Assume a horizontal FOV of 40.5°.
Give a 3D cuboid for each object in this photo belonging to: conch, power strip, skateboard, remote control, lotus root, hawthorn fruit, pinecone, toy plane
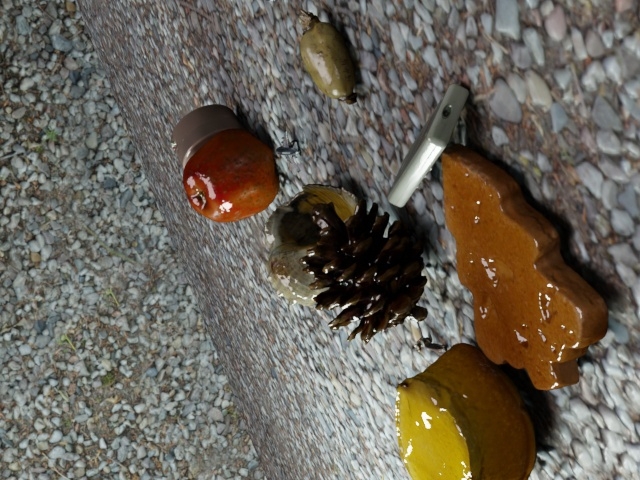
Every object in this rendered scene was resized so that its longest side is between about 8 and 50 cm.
[{"bbox_3d":[0.000,0.000,1.413,0.178,0.163,0.245,51,131,-2],"label":"conch"},{"bbox_3d":[-0.227,-0.200,1.772,0.078,0.154,0.154,59,160,25],"label":"power strip"},{"bbox_3d":[0.159,0.130,1.318,0.064,0.032,0.083,2,117,58],"label":"skateboard"},{"bbox_3d":[0.126,-0.108,1.045,0.029,0.087,0.190,26,156,-1],"label":"remote control"},{"bbox_3d":[0.007,-0.258,1.216,0.152,0.063,0.072,64,171,-3],"label":"lotus root"},{"bbox_3d":[-0.175,-0.122,1.681,0.189,0.189,0.189,53,157,34],"label":"hawthorn fruit"},{"bbox_3d":[0.062,0.038,1.247,0.185,0.169,0.212,-47,64,44],"label":"pinecone"},{"bbox_3d":[-0.055,-0.160,1.545,0.083,0.031,0.078,22,132,64],"label":"toy plane"}]

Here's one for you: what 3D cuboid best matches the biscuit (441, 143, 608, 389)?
[{"bbox_3d":[0.220,0.026,1.003,0.306,0.043,0.284,68,164,5],"label":"biscuit"}]

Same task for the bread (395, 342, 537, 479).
[{"bbox_3d":[0.198,0.261,1.183,0.195,0.143,0.269,49,153,36],"label":"bread"}]
